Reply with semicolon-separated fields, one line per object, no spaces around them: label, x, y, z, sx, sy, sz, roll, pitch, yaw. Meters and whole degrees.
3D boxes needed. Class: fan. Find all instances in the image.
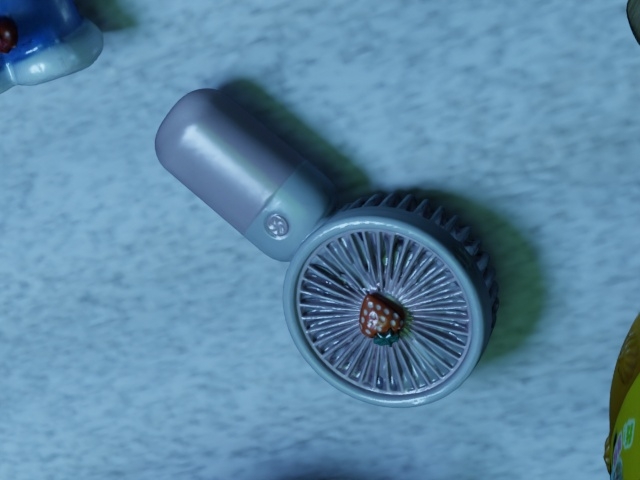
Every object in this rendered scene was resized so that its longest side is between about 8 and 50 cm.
fan;0.000;0.000;1.094;0.244;0.074;0.130;39;123;0

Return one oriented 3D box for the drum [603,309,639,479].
drum;0.347;0.159;0.867;0.431;0.214;0.431;3;138;2

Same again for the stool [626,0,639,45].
stool;0.286;-0.178;0.835;0.179;0.179;0.264;31;122;4

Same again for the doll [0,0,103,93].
doll;-0.225;-0.201;1.049;0.215;0.161;0.257;-21;125;-6
